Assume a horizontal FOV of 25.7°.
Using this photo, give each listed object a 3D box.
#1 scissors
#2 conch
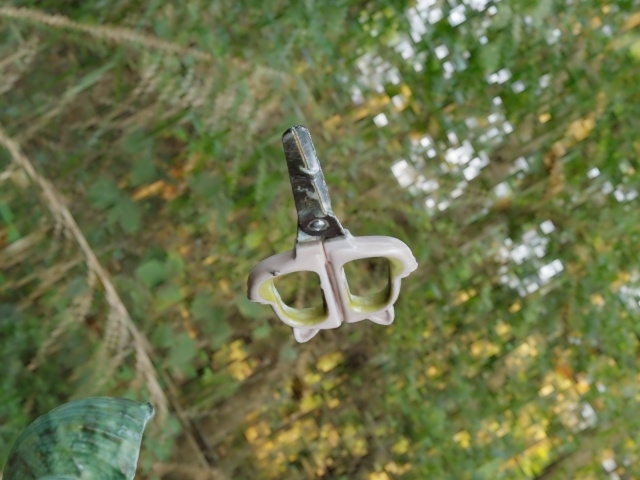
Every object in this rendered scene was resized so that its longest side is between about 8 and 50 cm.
[{"bbox_3d":[0.000,0.000,1.231,0.317,0.160,0.024,74,6,-56],"label":"scissors"},{"bbox_3d":[-0.252,0.251,1.427,0.122,0.176,0.188,38,41,-41],"label":"conch"}]
